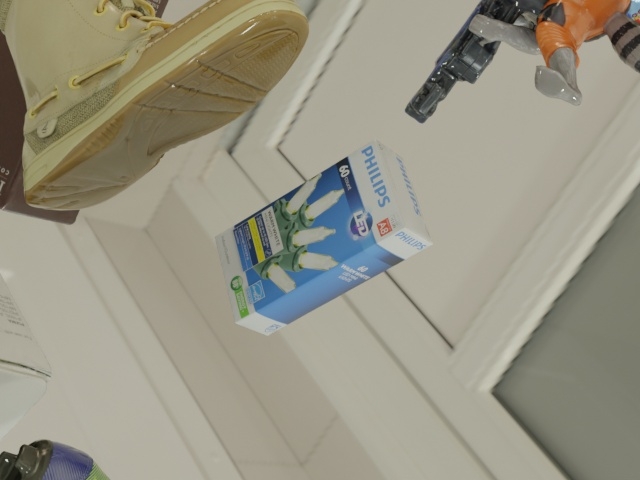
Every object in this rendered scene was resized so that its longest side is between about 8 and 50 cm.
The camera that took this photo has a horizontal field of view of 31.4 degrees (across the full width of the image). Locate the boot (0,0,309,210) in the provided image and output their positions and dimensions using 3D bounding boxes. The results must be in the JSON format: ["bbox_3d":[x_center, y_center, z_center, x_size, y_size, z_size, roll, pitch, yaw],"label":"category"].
[{"bbox_3d":[-0.136,-0.162,0.814,0.262,0.203,0.095,-31,156,34],"label":"boot"}]

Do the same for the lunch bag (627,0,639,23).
[{"bbox_3d":[0.463,-0.416,1.576,0.221,0.293,0.138,-42,118,16],"label":"lunch bag"}]

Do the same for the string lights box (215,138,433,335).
[{"bbox_3d":[0.000,0.000,1.429,0.259,0.133,0.076,-31,148,23],"label":"string lights box"}]

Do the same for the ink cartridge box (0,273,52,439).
[{"bbox_3d":[-0.406,0.076,1.024,0.226,0.306,0.131,-47,145,12],"label":"ink cartridge box"}]

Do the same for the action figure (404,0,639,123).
[{"bbox_3d":[0.260,-0.226,1.262,0.178,0.330,0.341,33,106,-17],"label":"action figure"}]

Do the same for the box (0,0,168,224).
[{"bbox_3d":[-0.337,-0.233,1.406,0.143,0.191,0.381,12,102,-60],"label":"box"}]

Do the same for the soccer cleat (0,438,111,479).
[{"bbox_3d":[-0.234,0.294,0.865,0.121,0.093,0.289,33,58,-25],"label":"soccer cleat"}]
